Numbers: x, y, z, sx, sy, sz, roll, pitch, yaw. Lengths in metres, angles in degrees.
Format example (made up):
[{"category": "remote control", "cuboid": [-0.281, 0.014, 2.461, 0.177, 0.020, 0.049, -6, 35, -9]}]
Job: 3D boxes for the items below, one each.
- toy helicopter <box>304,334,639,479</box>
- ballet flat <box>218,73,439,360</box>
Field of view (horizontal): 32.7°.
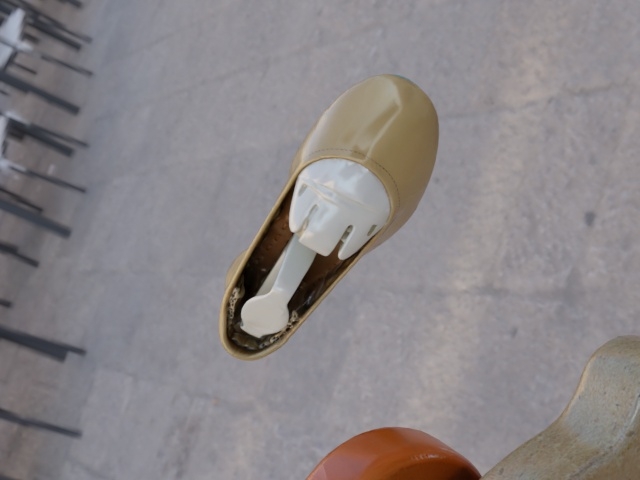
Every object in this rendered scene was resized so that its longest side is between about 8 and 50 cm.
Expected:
[{"category": "toy helicopter", "cuboid": [0.176, 0.119, 0.437, 0.355, 0.235, 0.140, -36, 26, -17]}, {"category": "ballet flat", "cuboid": [0.000, 0.000, 0.660, 0.232, 0.080, 0.073, -57, 6, 45]}]
